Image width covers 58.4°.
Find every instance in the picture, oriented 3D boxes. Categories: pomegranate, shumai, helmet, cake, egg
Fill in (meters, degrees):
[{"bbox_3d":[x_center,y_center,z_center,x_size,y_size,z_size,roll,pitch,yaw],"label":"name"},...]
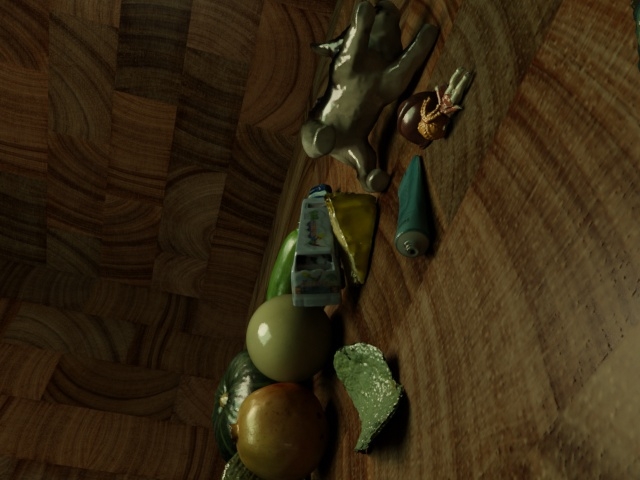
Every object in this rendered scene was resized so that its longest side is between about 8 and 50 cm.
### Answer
[{"bbox_3d":[-0.076,0.365,1.093,0.191,0.192,0.191,-167,90,-80],"label":"pomegranate"},{"bbox_3d":[-0.121,0.514,1.179,0.184,0.184,0.141,-90,10,-53],"label":"shumai"},{"bbox_3d":[0.151,-0.199,0.896,0.111,0.057,0.089,116,166,-55],"label":"helmet"},{"bbox_3d":[0.047,-0.011,1.102,0.080,0.116,0.184,-160,88,-82],"label":"cake"},{"bbox_3d":[-0.064,0.207,1.226,0.241,0.186,0.185,58,-135,-88],"label":"egg"}]

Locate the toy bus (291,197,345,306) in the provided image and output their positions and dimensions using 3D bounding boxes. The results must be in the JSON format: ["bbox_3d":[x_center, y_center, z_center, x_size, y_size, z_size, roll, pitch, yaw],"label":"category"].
[{"bbox_3d":[-0.006,0.015,1.233,0.329,0.109,0.135,-88,-7,-66],"label":"toy bus"}]

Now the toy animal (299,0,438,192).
[{"bbox_3d":[0.065,-0.303,1.135,0.302,0.195,0.344,-115,44,-66],"label":"toy animal"}]

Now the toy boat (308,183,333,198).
[{"bbox_3d":[0.000,0.000,1.585,0.220,0.067,0.290,136,134,-74],"label":"toy boat"}]

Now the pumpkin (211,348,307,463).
[{"bbox_3d":[-0.144,0.408,1.388,0.300,0.208,0.300,-50,27,38],"label":"pumpkin"}]

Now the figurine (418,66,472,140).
[{"bbox_3d":[0.173,-0.192,0.805,0.109,0.047,0.064,-63,39,34],"label":"figurine"}]

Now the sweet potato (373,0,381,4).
[{"bbox_3d":[0.166,-0.666,1.493,0.153,0.038,0.041,129,130,-65],"label":"sweet potato"}]

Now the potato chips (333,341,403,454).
[{"bbox_3d":[0.064,0.237,0.835,0.228,0.059,0.166,-112,30,-65],"label":"potato chips"}]

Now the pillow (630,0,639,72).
[{"bbox_3d":[0.261,-0.218,0.349,0.189,0.034,0.255,126,155,-67],"label":"pillow"}]

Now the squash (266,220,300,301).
[{"bbox_3d":[-0.102,0.114,1.801,0.107,0.107,0.394,-99,24,-66],"label":"squash"}]

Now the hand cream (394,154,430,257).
[{"bbox_3d":[0.135,-0.047,0.861,0.224,0.048,0.083,-80,8,-54],"label":"hand cream"}]
